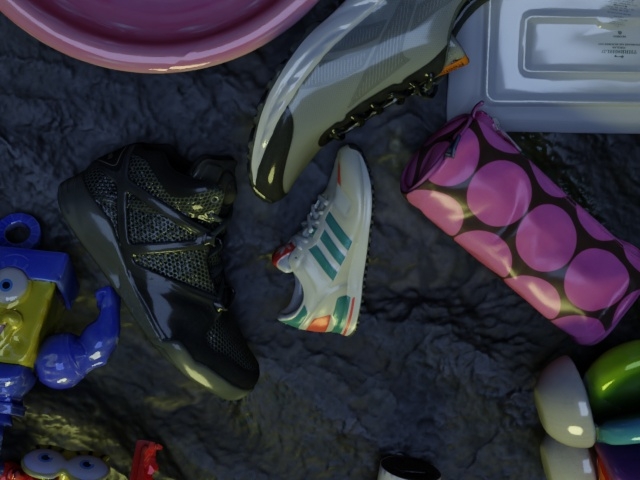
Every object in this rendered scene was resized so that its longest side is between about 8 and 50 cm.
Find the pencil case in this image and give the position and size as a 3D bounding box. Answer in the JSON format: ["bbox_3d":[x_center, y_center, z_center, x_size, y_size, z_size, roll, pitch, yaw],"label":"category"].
[{"bbox_3d":[0.167,-0.013,0.854,0.209,0.095,0.098,40,95,-11],"label":"pencil case"}]

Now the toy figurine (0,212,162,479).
[{"bbox_3d":[-0.287,0.082,0.861,0.362,0.191,0.217,7,71,4],"label":"toy figurine"}]

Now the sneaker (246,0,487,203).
[{"bbox_3d":[0.041,-0.133,0.811,0.108,0.100,0.271,40,97,5],"label":"sneaker"}]

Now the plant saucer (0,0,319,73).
[{"bbox_3d":[-0.123,-0.294,0.791,0.332,0.084,0.332,-1,101,-3],"label":"plant saucer"}]

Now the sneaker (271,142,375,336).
[{"bbox_3d":[0.000,0.000,0.866,0.075,0.057,0.161,3,104,-8],"label":"sneaker"}]

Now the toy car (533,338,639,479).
[{"bbox_3d":[0.264,0.165,0.852,0.159,0.136,0.182,-13,130,2],"label":"toy car"}]

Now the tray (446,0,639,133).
[{"bbox_3d":[0.240,-0.158,0.858,0.270,0.030,0.145,0,100,-2],"label":"tray"}]

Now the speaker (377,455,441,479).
[{"bbox_3d":[0.067,0.259,0.922,0.055,0.055,0.136,8,101,-4],"label":"speaker"}]

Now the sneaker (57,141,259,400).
[{"bbox_3d":[-0.096,0.017,0.852,0.130,0.087,0.228,-32,95,11],"label":"sneaker"}]
